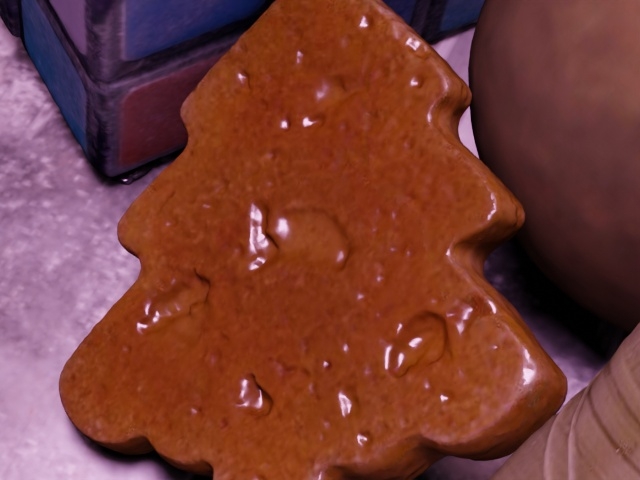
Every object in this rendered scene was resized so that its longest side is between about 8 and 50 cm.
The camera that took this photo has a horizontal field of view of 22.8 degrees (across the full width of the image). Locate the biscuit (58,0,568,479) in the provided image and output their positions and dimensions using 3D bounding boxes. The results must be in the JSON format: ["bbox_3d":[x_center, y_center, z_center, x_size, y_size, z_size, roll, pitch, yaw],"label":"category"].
[{"bbox_3d":[0.001,0.000,0.808,0.278,0.043,0.302,2,76,29],"label":"biscuit"}]

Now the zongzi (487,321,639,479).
[{"bbox_3d":[0.248,0.175,0.754,0.447,0.418,0.181,24,39,-33],"label":"zongzi"}]

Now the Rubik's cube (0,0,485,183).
[{"bbox_3d":[-0.046,-0.304,0.899,0.362,0.363,0.359,-21,70,-21],"label":"Rubik's cube"}]

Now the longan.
[{"bbox_3d":[0.217,-0.086,0.814,0.297,0.297,0.297,0,54,0],"label":"longan"}]
